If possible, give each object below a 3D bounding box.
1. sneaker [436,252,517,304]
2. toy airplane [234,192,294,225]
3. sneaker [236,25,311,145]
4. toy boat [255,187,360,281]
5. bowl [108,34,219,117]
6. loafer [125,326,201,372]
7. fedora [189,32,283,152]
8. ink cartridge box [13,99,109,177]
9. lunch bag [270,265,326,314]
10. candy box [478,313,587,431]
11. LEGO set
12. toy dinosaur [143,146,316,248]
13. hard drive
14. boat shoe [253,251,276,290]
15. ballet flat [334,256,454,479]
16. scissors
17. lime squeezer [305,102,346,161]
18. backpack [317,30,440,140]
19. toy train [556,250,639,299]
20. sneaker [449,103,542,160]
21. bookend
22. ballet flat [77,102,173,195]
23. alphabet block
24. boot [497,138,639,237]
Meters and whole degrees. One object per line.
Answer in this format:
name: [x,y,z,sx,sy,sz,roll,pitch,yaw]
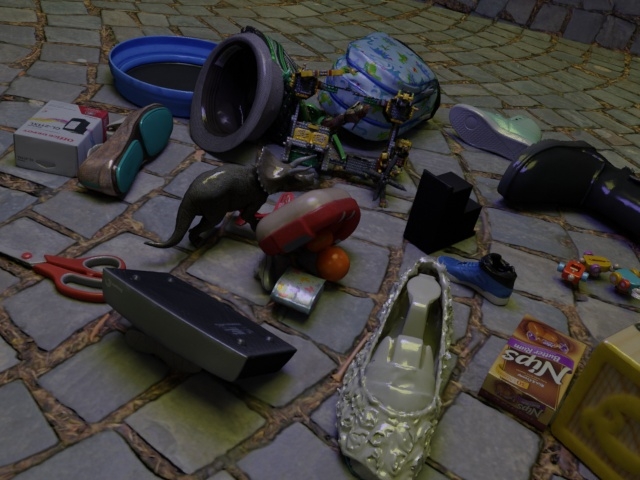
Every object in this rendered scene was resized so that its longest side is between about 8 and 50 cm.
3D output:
sneaker: [0.288,0.047,1.191,0.152,0.085,0.058,33,39,28]
toy airplane: [-0.101,-0.045,1.251,0.151,0.028,0.151,7,41,-6]
sneaker: [-0.088,-0.375,1.581,0.146,0.134,0.344,1,60,-47]
toy boat: [0.000,0.000,1.117,0.151,0.150,0.231,62,20,3]
bowl: [-0.348,-0.430,1.688,0.390,0.077,0.391,9,34,-6]
loafer: [-0.216,0.147,0.923,0.125,0.045,0.039,19,28,14]
fedora: [-0.174,-0.323,1.476,0.243,0.276,0.124,10,0,39]
ink cartridge box: [-0.520,-0.210,1.315,0.127,0.072,0.175,11,33,-3]
lunch bag: [-0.039,0.087,1.058,0.071,0.053,0.083,20,24,8]
candy box: [0.335,0.200,1.014,0.109,0.053,0.186,28,38,21]
LEGO set: [0.055,-0.238,1.376,0.331,0.255,0.192,22,6,-6]
toy dinosaur: [-0.169,-0.080,1.139,0.313,0.160,0.121,-15,50,-23]
hard drive: [-0.174,0.115,0.910,0.254,0.054,0.172,27,5,22]
boat shoe: [-0.098,0.052,1.112,0.035,0.035,0.100,-15,38,8]
ballet flat: [0.119,0.157,0.937,0.146,0.147,0.409,17,35,7]
scissors: [-0.453,0.037,1.023,0.296,0.021,0.109,12,36,-4]
lime squeezer: [-0.022,-0.294,1.614,0.310,0.059,0.109,34,39,28]
backpack: [0.147,-0.394,1.660,0.290,0.273,0.355,45,52,7]
toy train: [0.550,0.079,1.269,0.166,0.046,0.125,22,36,20]
sneaker: [0.478,-0.308,1.758,0.255,0.094,0.151,32,43,10]
bookend: [0.259,-0.072,1.291,0.156,0.157,0.072,-19,45,-37]
ballet flat: [-0.399,-0.197,1.316,0.106,0.108,0.316,2,32,9]
alphabet block: [0.475,0.231,0.889,0.197,0.194,0.192,-16,41,-35]
boot: [0.669,-0.060,1.439,0.366,0.146,0.445,-18,49,-34]
